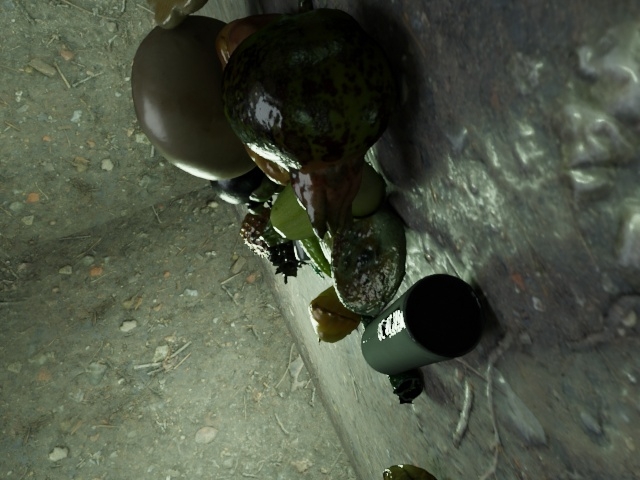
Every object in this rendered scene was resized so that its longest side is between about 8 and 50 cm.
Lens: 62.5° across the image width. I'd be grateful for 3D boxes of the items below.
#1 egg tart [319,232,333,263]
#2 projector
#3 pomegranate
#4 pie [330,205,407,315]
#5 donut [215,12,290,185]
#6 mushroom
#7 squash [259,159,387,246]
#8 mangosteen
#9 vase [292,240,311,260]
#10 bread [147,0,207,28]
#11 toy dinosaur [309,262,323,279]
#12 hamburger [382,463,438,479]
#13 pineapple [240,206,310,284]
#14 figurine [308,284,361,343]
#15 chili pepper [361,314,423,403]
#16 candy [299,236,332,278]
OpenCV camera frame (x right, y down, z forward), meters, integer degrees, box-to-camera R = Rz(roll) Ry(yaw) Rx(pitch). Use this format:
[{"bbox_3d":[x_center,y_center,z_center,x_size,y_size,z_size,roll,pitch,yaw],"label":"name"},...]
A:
[{"bbox_3d":[0.050,-0.008,0.999,0.197,0.078,0.197,57,162,30],"label":"egg tart"},{"bbox_3d":[0.138,0.140,0.797,0.337,0.108,0.108,105,142,-72],"label":"projector"},{"bbox_3d":[0.007,-0.154,0.676,0.276,0.204,0.222,52,179,-13],"label":"pomegranate"},{"bbox_3d":[0.072,0.029,0.853,0.187,0.041,0.186,-21,64,52],"label":"pie"},{"bbox_3d":[-0.076,-0.257,0.939,0.299,0.150,0.317,106,141,-71],"label":"donut"},{"bbox_3d":[-0.269,-0.310,1.191,0.295,0.362,0.362,-8,108,34],"label":"mushroom"},{"bbox_3d":[-0.021,-0.068,0.892,0.287,0.137,0.137,-21,91,58],"label":"squash"},{"bbox_3d":[-0.210,-0.193,1.528,0.243,0.243,0.242,158,90,-78],"label":"mangosteen"},{"bbox_3d":[-0.043,-0.061,1.312,0.086,0.086,0.214,-141,36,-66],"label":"vase"},{"bbox_3d":[-0.244,-0.558,1.011,0.316,0.054,0.315,-15,69,43],"label":"bread"},{"bbox_3d":[-0.010,0.084,1.551,0.062,0.021,0.083,55,168,22],"label":"toy dinosaur"},{"bbox_3d":[0.240,0.626,1.156,0.284,0.134,0.265,91,158,-45],"label":"hamburger"},{"bbox_3d":[-0.131,0.016,1.704,0.340,0.169,0.169,39,150,46],"label":"pineapple"},{"bbox_3d":[0.038,0.188,1.322,0.246,0.131,0.156,51,-125,-81],"label":"figurine"},{"bbox_3d":[0.136,0.229,1.098,0.088,0.059,0.227,61,179,-41],"label":"chili pepper"},{"bbox_3d":[0.000,0.000,1.205,0.209,0.097,0.097,64,170,-17],"label":"candy"}]
